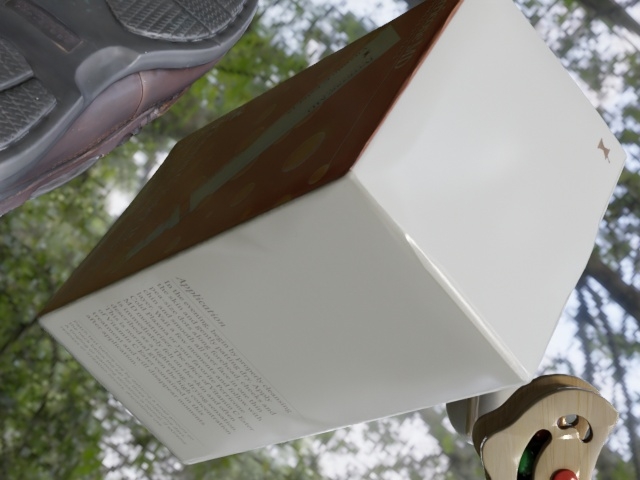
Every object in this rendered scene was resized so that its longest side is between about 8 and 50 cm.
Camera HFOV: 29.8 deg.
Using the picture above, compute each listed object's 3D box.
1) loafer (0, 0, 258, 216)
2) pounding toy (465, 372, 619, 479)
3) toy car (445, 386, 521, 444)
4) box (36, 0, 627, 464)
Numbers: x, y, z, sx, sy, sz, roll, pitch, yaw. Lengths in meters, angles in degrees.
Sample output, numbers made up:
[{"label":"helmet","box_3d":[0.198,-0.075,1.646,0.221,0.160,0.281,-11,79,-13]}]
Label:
[{"label":"loafer","box_3d":[-0.134,-0.083,0.591,0.095,0.109,0.302,-49,180,36]},{"label":"pounding toy","box_3d":[0.251,0.229,1.353,0.154,0.270,0.155,-17,-172,0]},{"label":"toy car","box_3d":[0.219,0.170,1.520,0.210,0.238,0.219,-22,167,-27]},{"label":"box","box_3d":[0.000,0.000,0.825,0.345,0.168,0.215,-22,-154,45]}]
